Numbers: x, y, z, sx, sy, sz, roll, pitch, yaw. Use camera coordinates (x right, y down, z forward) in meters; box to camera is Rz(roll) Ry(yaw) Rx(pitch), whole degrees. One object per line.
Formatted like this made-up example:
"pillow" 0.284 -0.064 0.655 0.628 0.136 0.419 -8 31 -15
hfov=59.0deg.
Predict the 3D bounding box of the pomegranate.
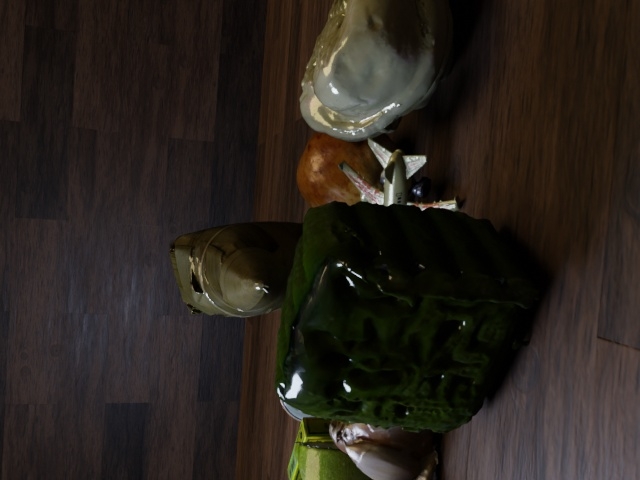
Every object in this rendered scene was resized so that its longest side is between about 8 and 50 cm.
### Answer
"pomegranate" 0.067 -0.143 1.219 0.248 0.248 0.248 -176 90 -75

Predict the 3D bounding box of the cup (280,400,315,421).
"cup" -0.042 0.357 1.562 0.226 0.182 0.264 60 176 -10

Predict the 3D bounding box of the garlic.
"garlic" 0.120 0.342 1.054 0.160 0.191 0.214 -60 6 3

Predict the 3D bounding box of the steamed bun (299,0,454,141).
"steamed bun" 0.118 -0.336 1.020 0.352 0.247 0.339 -37 33 63

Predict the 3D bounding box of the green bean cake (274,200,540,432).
"green bean cake" 0.111 0.124 0.822 0.218 0.335 0.319 -94 12 -60

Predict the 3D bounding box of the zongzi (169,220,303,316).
"zongzi" -0.030 0.063 1.260 0.467 0.500 0.218 9 105 56

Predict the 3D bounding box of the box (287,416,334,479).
"box" 0.005 0.538 1.437 0.064 0.141 0.220 -105 23 -51

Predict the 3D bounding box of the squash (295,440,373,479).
"squash" 0.031 0.580 1.238 0.189 0.189 0.260 140 135 -69

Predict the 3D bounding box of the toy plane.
"toy plane" 0.145 -0.071 1.054 0.104 0.242 0.256 -54 -30 -26
